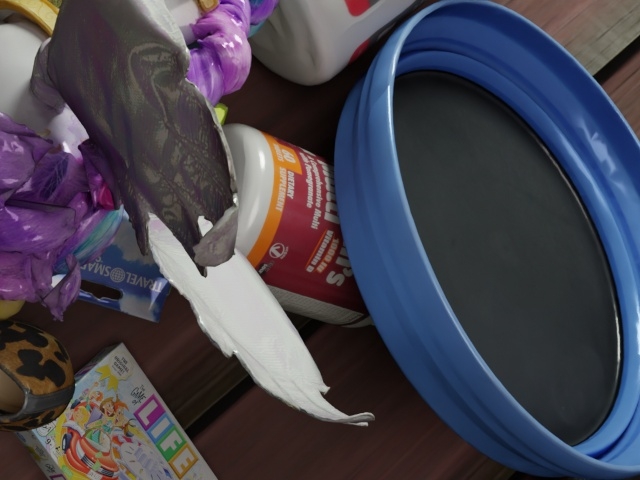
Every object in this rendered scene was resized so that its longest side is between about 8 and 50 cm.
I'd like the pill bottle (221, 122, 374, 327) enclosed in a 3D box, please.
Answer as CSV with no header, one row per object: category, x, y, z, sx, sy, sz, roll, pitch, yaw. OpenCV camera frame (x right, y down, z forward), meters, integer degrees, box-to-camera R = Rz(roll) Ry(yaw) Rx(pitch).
pill bottle,0.000,0.000,0.746,0.221,0.121,0.121,19,84,-37

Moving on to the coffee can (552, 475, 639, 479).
coffee can,0.296,0.312,0.851,0.201,0.201,0.275,7,88,-22

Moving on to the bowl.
bowl,0.166,-0.004,0.763,0.391,0.077,0.391,23,53,-35

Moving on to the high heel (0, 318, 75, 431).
high heel,-0.292,0.068,0.611,0.261,0.186,0.093,9,92,-22

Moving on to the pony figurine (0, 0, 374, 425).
pony figurine,-0.149,-0.041,0.522,0.363,0.303,0.351,-24,58,-7

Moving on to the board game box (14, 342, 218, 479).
board game box,-0.149,0.171,0.735,0.154,0.026,0.103,58,43,-13

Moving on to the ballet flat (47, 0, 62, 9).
ballet flat,-0.161,-0.255,0.703,0.123,0.123,0.349,19,84,-21

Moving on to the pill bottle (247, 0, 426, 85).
pill bottle,0.060,-0.280,0.752,0.318,0.176,0.176,-41,105,-16

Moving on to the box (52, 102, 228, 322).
box,-0.150,-0.037,0.744,0.109,0.042,0.178,19,84,-21
